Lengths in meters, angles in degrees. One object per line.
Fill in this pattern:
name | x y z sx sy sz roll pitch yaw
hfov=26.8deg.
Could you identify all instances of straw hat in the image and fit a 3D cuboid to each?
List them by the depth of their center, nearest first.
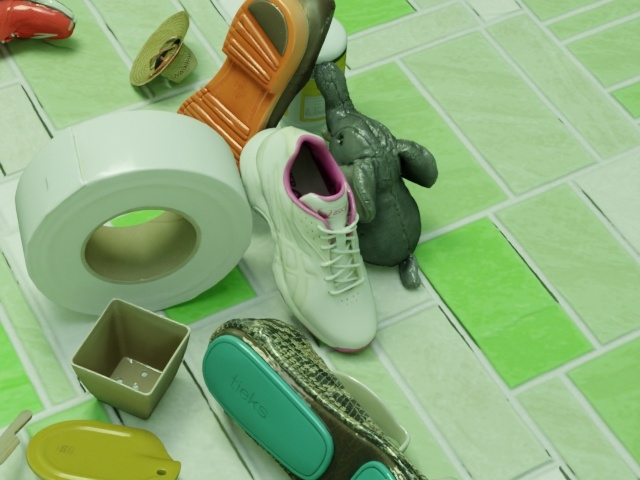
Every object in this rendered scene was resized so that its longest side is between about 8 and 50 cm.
straw hat | -0.217 -0.267 1.995 0.061 0.144 0.144 36 45 -28

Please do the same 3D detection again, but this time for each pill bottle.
pill bottle | -0.018 -0.226 1.898 0.103 0.184 0.103 2 51 -3

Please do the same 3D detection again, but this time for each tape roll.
tape roll | -0.231 -0.029 1.661 0.286 0.286 0.100 -10 53 -11

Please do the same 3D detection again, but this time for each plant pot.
plant pot | -0.227 0.154 1.633 0.109 0.096 0.109 20 53 13

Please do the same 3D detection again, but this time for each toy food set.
toy food set | -0.273 0.272 1.562 0.218 0.071 0.128 11 27 2

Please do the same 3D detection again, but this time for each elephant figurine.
elephant figurine | 0.063 -0.086 1.754 0.186 0.239 0.169 11 51 4

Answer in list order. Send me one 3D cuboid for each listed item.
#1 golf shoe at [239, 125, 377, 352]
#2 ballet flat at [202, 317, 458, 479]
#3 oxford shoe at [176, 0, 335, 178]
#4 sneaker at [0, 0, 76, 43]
golf shoe | 0.000 0.000 1.673 0.115 0.140 0.306 -28 98 -26
ballet flat | 0.052 0.264 1.539 0.182 0.164 0.483 -7 48 -45
oxford shoe | -0.086 -0.180 1.777 0.130 0.364 0.133 49 39 14
sneaker | -0.504 -0.308 2.007 0.279 0.107 0.118 1 69 1
